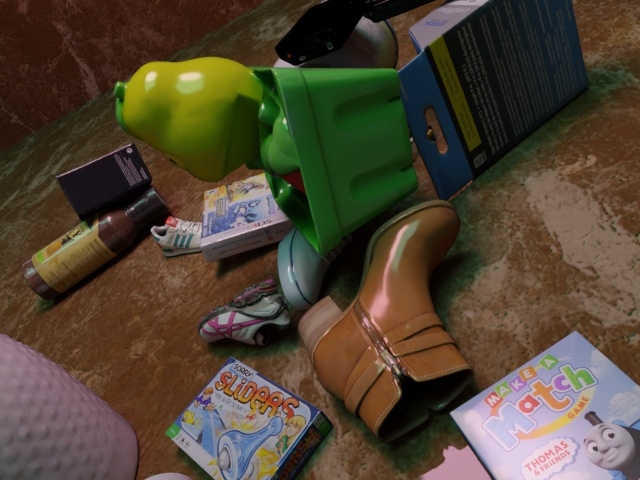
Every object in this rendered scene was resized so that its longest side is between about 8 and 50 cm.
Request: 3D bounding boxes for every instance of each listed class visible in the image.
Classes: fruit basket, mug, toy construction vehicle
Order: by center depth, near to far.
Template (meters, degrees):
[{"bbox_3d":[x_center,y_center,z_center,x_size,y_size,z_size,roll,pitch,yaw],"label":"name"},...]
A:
[{"bbox_3d":[-0.445,0.288,0.674,0.276,0.328,0.374,-22,35,15],"label":"mug"},{"bbox_3d":[-0.092,-0.146,0.826,0.392,0.283,0.392,-12,20,5],"label":"fruit basket"},{"bbox_3d":[0.167,-0.192,1.055,0.098,0.035,0.086,-46,36,-20],"label":"toy construction vehicle"}]

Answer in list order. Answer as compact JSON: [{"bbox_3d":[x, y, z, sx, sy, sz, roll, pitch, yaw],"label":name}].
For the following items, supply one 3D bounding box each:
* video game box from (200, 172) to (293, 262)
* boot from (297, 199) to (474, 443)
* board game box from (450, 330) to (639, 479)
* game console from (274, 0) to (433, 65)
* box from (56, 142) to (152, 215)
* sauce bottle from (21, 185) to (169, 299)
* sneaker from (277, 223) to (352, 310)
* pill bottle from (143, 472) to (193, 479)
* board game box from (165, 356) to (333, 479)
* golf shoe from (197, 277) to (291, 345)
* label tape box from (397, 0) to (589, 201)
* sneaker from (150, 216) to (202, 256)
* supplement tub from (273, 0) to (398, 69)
[{"bbox_3d":[-0.136,-0.056,1.089,0.187,0.048,0.205,-15,35,1],"label":"video game box"},{"bbox_3d":[0.111,0.085,0.679,0.283,0.109,0.220,-39,33,-6],"label":"boot"},{"bbox_3d":[0.238,0.196,0.503,0.160,0.039,0.211,-33,33,-1],"label":"board game box"},{"bbox_3d":[0.100,-0.398,0.939,0.361,0.044,0.213,-10,36,30],"label":"game console"},{"bbox_3d":[-0.519,-0.131,1.359,0.184,0.103,0.261,-27,7,-19],"label":"box"},{"bbox_3d":[-0.510,-0.003,1.293,0.344,0.111,0.111,-36,34,-7],"label":"sauce bottle"},{"bbox_3d":[0.000,0.000,0.892,0.091,0.094,0.258,-20,35,25],"label":"sneaker"},{"bbox_3d":[-0.135,0.340,0.544,0.124,0.124,0.221,-37,33,-7],"label":"pill bottle"},{"bbox_3d":[-0.097,0.241,0.717,0.201,0.035,0.136,13,55,47],"label":"board game box"},{"bbox_3d":[-0.120,0.128,0.847,0.186,0.086,0.067,-31,-6,40],"label":"golf shoe"},{"bbox_3d":[0.248,-0.257,0.886,0.333,0.241,0.106,-38,34,-8],"label":"label tape box"},{"bbox_3d":[-0.280,-0.016,1.154,0.161,0.075,0.057,-12,39,27],"label":"sneaker"},{"bbox_3d":[0.027,-0.335,1.168,0.235,0.235,0.325,-11,39,29],"label":"supplement tub"}]
